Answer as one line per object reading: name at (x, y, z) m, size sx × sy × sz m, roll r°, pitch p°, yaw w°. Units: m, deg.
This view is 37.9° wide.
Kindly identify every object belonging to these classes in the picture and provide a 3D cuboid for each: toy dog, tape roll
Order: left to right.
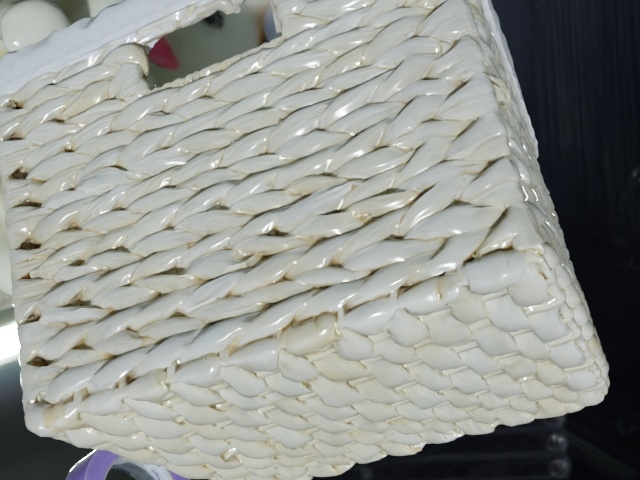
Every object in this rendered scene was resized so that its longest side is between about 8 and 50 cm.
tape roll at (-0.290, 0.395, 1.411) m, size 0.080 × 0.189 × 0.189 m, roll -36°, pitch -179°, yaw 39°
toy dog at (-0.165, -0.156, 0.964) m, size 0.408 × 0.284 × 0.395 m, roll -26°, pitch 174°, yaw 35°

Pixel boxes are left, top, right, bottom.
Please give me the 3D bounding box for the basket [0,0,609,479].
basket at (0.000, 0.000, 0.654) m, size 0.328 × 0.331 × 0.266 m, roll -19°, pitch -117°, yaw 14°
